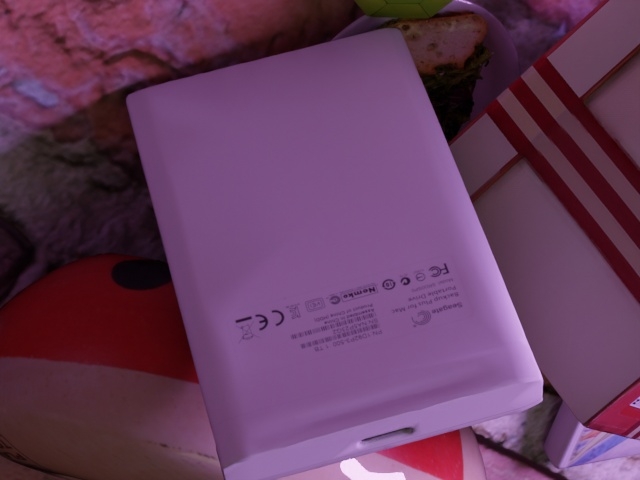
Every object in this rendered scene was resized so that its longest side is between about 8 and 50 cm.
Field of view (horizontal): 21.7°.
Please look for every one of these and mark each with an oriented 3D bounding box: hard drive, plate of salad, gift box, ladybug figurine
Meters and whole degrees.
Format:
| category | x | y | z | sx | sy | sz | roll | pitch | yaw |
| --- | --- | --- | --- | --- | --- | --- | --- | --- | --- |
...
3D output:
| category | x | y | z | sx | sy | sz | roll | pitch | yaw |
| --- | --- | --- | --- | --- | --- | --- | --- | --- | --- |
| hard drive | 0.000 | 0.000 | 1.104 | 0.203 | 0.307 | 0.040 | -15 | 143 | -5 |
| plate of salad | 0.068 | -0.091 | 1.268 | 0.200 | 0.048 | 0.200 | -15 | 130 | -19 |
| gift box | 0.233 | -0.011 | 1.232 | 0.255 | 0.258 | 0.276 | -40 | 155 | 11 |
| ladybug figurine | -0.060 | 0.125 | 1.226 | 0.449 | 0.305 | 0.162 | 23 | 77 | -33 |

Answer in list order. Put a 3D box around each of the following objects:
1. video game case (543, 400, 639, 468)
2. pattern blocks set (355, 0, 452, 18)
| category | x | y | z | sx | sy | sz | roll | pitch | yaw |
| --- | --- | --- | --- | --- | --- | --- | --- | --- | --- |
| video game case | 0.383 | 0.072 | 1.537 | 0.300 | 0.036 | 0.329 | -7 | 136 | -24 |
| pattern blocks set | 0.066 | -0.223 | 1.077 | 0.325 | 0.026 | 0.285 | -3 | 156 | 2 |
